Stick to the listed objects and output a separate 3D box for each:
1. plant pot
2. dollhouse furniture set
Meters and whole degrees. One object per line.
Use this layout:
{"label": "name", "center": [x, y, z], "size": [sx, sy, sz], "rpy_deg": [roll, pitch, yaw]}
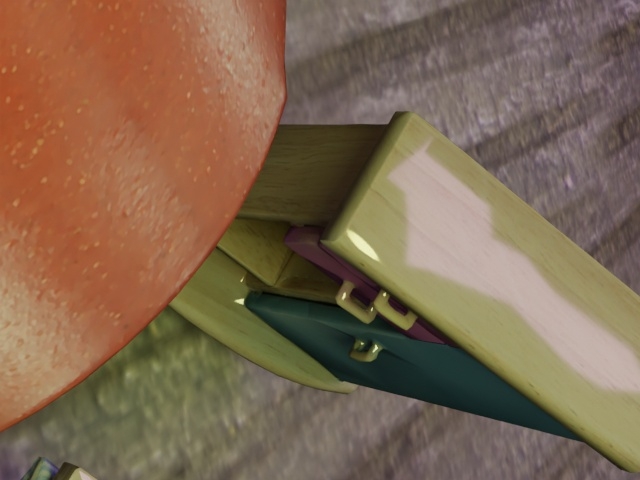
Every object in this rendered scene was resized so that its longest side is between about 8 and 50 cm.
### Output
{"label": "plant pot", "center": [-0.142, -0.098, 0.360], "size": [0.265, 0.272, 0.272], "rpy_deg": [60, 29, -51]}
{"label": "dollhouse furniture set", "center": [-0.080, 0.093, 0.607], "size": [0.286, 0.198, 0.303], "rpy_deg": [37, 75, -25]}
